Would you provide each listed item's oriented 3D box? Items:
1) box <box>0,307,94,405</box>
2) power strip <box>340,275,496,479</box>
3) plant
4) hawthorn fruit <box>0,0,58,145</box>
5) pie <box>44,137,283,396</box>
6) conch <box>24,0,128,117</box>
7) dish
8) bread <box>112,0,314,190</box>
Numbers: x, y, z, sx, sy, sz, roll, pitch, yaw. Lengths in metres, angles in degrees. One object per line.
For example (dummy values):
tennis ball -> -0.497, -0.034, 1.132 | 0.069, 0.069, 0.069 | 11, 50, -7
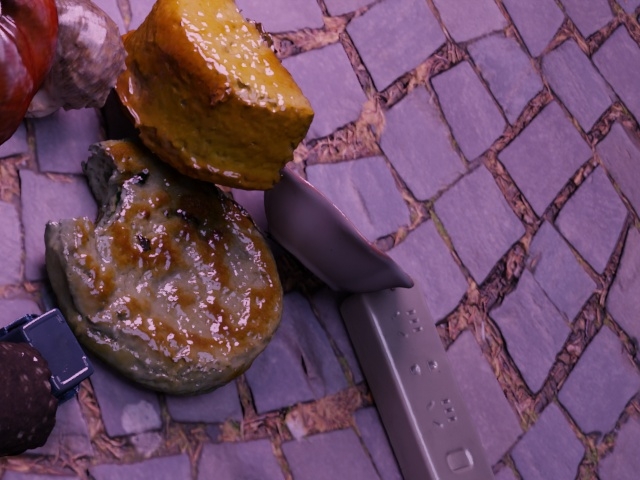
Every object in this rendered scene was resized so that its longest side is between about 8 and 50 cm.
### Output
box -> -0.282, 0.120, 2.034 | 0.074, 0.054, 0.099 | -32, 90, -42
power strip -> 0.119, 0.195, 2.322 | 0.098, 0.058, 0.338 | -12, 76, -43
plant -> -0.359, 0.156, 1.902 | 0.194, 0.132, 0.129 | 4, 62, -43
hawthorn fruit -> -0.398, -0.207, 1.960 | 0.284, 0.284, 0.284 | 19, 57, -32
pie -> -0.168, 0.032, 2.167 | 0.302, 0.067, 0.302 | 20, 55, -31
conch -> -0.302, -0.211, 2.129 | 0.155, 0.130, 0.207 | -50, 126, -17
dish -> 0.000, 0.000, 2.273 | 0.229, 0.229, 0.081 | 43, 89, -14
bread -> -0.140, -0.174, 2.195 | 0.147, 0.160, 0.260 | 4, 47, -48
